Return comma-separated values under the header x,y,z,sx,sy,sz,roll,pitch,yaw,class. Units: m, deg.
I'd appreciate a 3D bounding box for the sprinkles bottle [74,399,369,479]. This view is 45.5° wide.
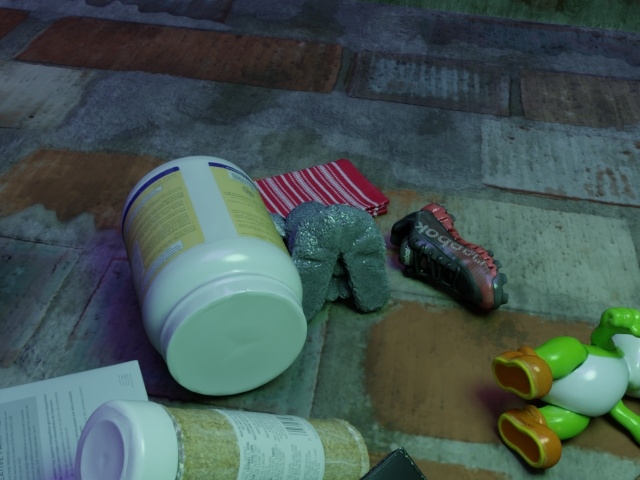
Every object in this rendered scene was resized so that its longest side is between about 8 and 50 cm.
x,y,z,sx,sy,sz,roll,pitch,yaw,class
-0.096,0.256,0.882,0.355,0.121,0.121,18,22,-44,sprinkles bottle

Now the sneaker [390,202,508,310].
x,y,z,sx,sy,sz,roll,pitch,yaw,class
0.215,0.036,1.346,0.135,0.097,0.276,-13,39,-21,sneaker

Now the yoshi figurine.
x,y,z,sx,sy,sz,roll,pitch,yaw,class
0.443,0.203,1.100,0.362,0.203,0.203,-12,57,-23,yoshi figurine

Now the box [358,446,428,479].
x,y,z,sx,sy,sz,roll,pitch,yaw,class
0.083,0.372,0.892,0.191,0.045,0.184,-30,79,-34,box

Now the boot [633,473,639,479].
x,y,z,sx,sy,sz,roll,pitch,yaw,class
0.550,0.366,0.957,0.211,0.104,0.295,-18,39,-25,boot

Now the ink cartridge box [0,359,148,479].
x,y,z,sx,sy,sz,roll,pitch,yaw,class
-0.322,0.318,0.911,0.272,0.130,0.309,-9,40,-19,ink cartridge box

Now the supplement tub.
x,y,z,sx,sy,sz,roll,pitch,yaw,class
-0.168,0.048,1.181,0.241,0.241,0.331,-10,41,-17,supplement tub

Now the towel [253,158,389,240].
x,y,z,sx,sy,sz,roll,pitch,yaw,class
-0.022,-0.087,1.533,0.275,0.031,0.199,-16,42,-23,towel

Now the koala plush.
x,y,z,sx,sy,sz,roll,pitch,yaw,class
0.000,0.000,1.318,0.196,0.203,0.221,-8,28,-16,koala plush
